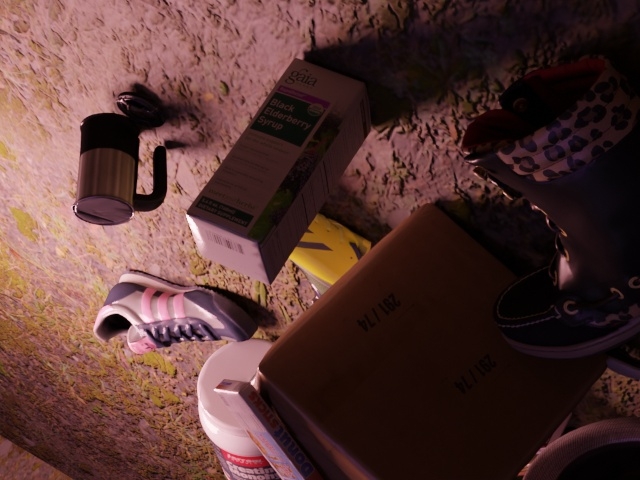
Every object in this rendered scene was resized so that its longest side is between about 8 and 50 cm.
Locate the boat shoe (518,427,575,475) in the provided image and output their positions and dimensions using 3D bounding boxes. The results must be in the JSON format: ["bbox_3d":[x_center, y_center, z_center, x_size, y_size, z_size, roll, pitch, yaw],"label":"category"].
[{"bbox_3d":[0.333,0.321,1.938,0.060,0.064,0.178,40,151,-10],"label":"boat shoe"}]

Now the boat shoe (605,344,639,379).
[{"bbox_3d":[0.348,0.134,1.621,0.125,0.038,0.046,20,161,30],"label":"boat shoe"}]

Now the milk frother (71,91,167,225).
[{"bbox_3d":[-0.270,-0.112,1.793,0.129,0.135,0.143,-2,153,1],"label":"milk frother"}]

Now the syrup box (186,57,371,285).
[{"bbox_3d":[-0.041,-0.079,1.467,0.093,0.237,0.096,23,154,20],"label":"syrup box"}]

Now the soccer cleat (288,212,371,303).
[{"bbox_3d":[0.001,0.000,1.765,0.121,0.093,0.289,-28,115,28],"label":"soccer cleat"}]

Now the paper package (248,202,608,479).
[{"bbox_3d":[0.117,0.168,1.577,0.309,0.325,0.168,42,154,8],"label":"paper package"}]

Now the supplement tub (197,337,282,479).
[{"bbox_3d":[-0.100,0.304,2.262,0.191,0.191,0.272,22,153,22],"label":"supplement tub"}]

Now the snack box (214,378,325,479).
[{"bbox_3d":[-0.051,0.231,1.517,0.178,0.022,0.064,55,153,-17],"label":"snack box"}]

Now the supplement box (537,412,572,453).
[{"bbox_3d":[0.216,0.205,1.860,0.239,0.073,0.130,39,154,-10],"label":"supplement box"}]

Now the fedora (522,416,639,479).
[{"bbox_3d":[0.409,0.361,1.753,0.275,0.244,0.124,-21,158,17],"label":"fedora"}]

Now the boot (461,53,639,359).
[{"bbox_3d":[0.251,-0.024,1.340,0.284,0.138,0.377,42,150,-19],"label":"boot"}]

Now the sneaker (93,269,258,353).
[{"bbox_3d":[-0.245,0.145,2.218,0.319,0.131,0.112,8,145,41],"label":"sneaker"}]
